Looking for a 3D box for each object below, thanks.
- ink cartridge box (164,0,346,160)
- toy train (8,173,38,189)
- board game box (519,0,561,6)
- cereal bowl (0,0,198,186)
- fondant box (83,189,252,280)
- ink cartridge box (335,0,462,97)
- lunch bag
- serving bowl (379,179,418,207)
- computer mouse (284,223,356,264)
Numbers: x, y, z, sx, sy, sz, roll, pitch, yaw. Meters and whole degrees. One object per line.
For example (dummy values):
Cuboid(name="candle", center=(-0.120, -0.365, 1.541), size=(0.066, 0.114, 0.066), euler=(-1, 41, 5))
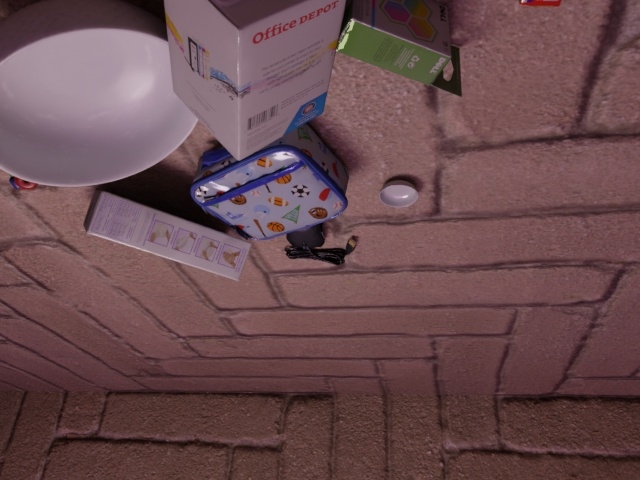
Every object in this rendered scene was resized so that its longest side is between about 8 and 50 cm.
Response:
Cuboid(name="ink cartridge box", center=(-0.093, -0.268, 0.727), size=(0.171, 0.168, 0.233), euler=(-34, 161, -26))
Cuboid(name="toy train", center=(-0.498, -0.214, 1.014), size=(0.248, 0.105, 0.143), euler=(-30, 123, -6))
Cuboid(name="board game box", center=(0.235, -0.366, 0.557), size=(0.045, 0.193, 0.147), euler=(2, 150, 2))
Cuboid(name="cereal bowl", center=(-0.363, -0.239, 0.838), size=(0.339, 0.141, 0.339), euler=(-24, 157, -11))
Cuboid(name="fondant box", center=(-0.350, -0.014, 1.217), size=(0.330, 0.096, 0.238), euler=(20, 177, -25))
Cuboid(name="ink cartridge box", center=(0.128, -0.294, 0.773), size=(0.209, 0.109, 0.062), euler=(15, 149, -17))
Cuboid(name="lunch bag", center=(-0.111, -0.114, 1.105), size=(0.303, 0.115, 0.243), euler=(-18, 140, 31))
Cuboid(name="serving bowl", center=(0.169, -0.105, 1.163), size=(0.083, 0.027, 0.083), euler=(4, 149, 2))
Cuboid(name="computer mouse", center=(0.000, 0.000, 1.329), size=(0.184, 0.060, 0.262), euler=(6, 150, -1))
